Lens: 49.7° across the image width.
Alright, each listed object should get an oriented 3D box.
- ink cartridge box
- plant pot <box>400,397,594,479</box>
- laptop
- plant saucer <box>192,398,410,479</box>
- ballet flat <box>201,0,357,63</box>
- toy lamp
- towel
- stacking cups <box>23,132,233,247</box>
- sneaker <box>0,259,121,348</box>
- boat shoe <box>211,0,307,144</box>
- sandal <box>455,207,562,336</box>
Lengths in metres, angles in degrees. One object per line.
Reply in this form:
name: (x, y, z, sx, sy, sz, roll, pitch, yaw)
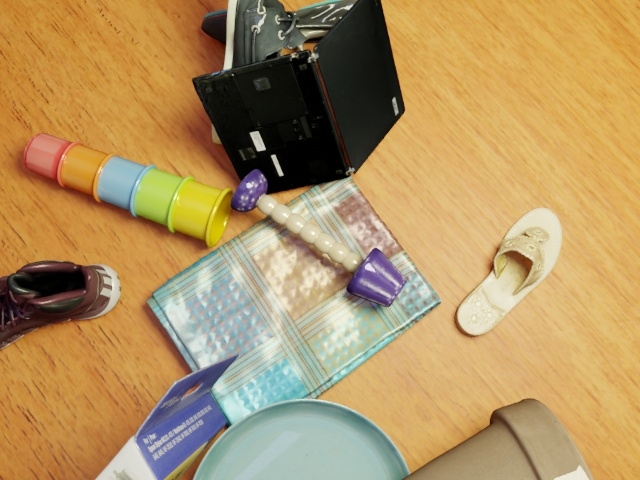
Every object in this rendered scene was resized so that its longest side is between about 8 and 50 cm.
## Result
ink cartridge box: (-0.209, 0.283, 0.830, 0.072, 0.303, 0.307, 43, 92, 7)
plant pot: (0.210, 0.358, 0.864, 0.229, 0.263, 0.263, -18, 78, -3)
laptop: (-0.018, -0.210, 1.018, 0.264, 0.234, 0.137, -11, 47, 11)
plant saucer: (-0.025, 0.378, 0.951, 0.317, 0.044, 0.318, 1, 83, -7)
ballet flat: (-0.047, -0.328, 1.102, 0.280, 0.095, 0.096, -8, 86, -2)
toy lamp: (0.000, 0.000, 1.003, 0.274, 0.080, 0.080, 36, 80, 9)
towel: (-0.040, 0.092, 1.034, 0.370, 0.040, 0.271, -34, 81, -8)
stacking cups: (-0.296, -0.079, 1.044, 0.316, 0.096, 0.096, 17, 78, 5)
sneaker: (-0.437, 0.080, 0.969, 0.281, 0.162, 0.107, -18, 78, -5)
boat shoe: (-0.079, -0.286, 1.003, 0.113, 0.127, 0.340, 15, 116, 1)
sandal: (0.294, 0.043, 1.027, 0.088, 0.079, 0.240, 39, 80, 7)
